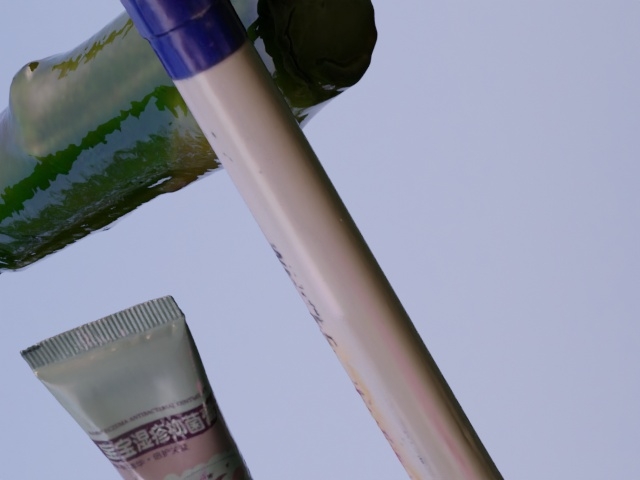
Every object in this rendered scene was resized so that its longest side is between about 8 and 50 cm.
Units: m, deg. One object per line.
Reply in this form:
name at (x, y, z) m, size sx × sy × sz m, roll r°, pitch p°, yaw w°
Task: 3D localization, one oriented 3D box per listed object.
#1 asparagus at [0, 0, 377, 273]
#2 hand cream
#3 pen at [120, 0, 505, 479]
asparagus at (-0.088, -0.046, 0.609) m, size 0.085 × 0.343 × 0.082 m, roll 46°, pitch -135°, yaw -15°
hand cream at (-0.065, 0.152, 0.857) m, size 0.058 × 0.085 × 0.331 m, roll -102°, pitch -9°, yaw -51°
pen at (-0.001, 0.000, 0.490) m, size 0.269 × 0.033 × 0.033 m, roll 60°, pitch -148°, yaw -22°
